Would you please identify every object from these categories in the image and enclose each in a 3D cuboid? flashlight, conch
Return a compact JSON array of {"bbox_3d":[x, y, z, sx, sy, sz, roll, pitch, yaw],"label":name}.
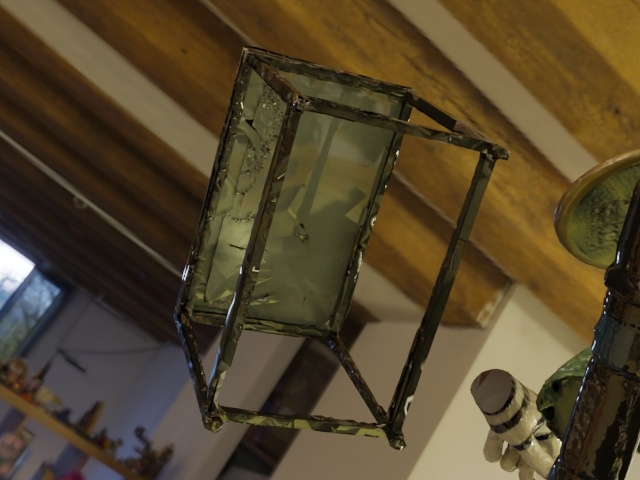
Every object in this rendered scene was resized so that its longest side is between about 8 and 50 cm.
[{"bbox_3d":[0.322,0.141,0.974,0.103,0.424,0.103,9,21,-3],"label":"flashlight"},{"bbox_3d":[0.432,0.221,1.282,0.202,0.134,0.196,40,-56,26],"label":"conch"}]

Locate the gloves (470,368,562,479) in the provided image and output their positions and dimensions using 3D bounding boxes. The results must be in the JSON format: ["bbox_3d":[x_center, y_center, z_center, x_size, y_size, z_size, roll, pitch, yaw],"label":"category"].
[{"bbox_3d":[0.346,0.321,1.569,0.218,0.131,0.140,43,-23,-27],"label":"gloves"}]

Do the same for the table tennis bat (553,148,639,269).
[{"bbox_3d":[0.423,-0.042,1.032,0.320,0.050,0.198,-7,-41,6],"label":"table tennis bat"}]

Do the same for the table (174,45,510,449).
[{"bbox_3d":[0.000,0.000,0.989,0.222,0.335,0.272,10,17,-20],"label":"table"}]
